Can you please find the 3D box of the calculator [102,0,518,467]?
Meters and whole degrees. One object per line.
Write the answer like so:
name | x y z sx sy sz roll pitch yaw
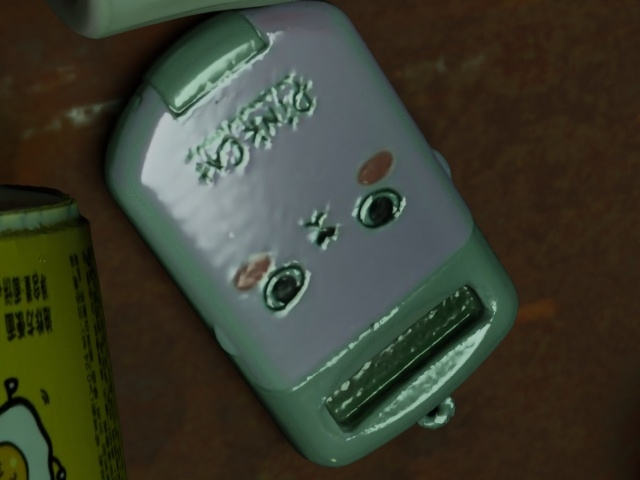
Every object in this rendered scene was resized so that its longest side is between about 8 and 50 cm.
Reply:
calculator | 0.000 0.000 0.895 0.141 0.045 0.246 -38 116 -11

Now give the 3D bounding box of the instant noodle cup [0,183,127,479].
instant noodle cup | -0.206 0.110 0.697 0.326 0.325 0.254 -2 95 -24

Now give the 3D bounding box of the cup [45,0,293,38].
cup | 0.040 -0.235 0.736 0.372 0.253 0.253 -25 112 -15
